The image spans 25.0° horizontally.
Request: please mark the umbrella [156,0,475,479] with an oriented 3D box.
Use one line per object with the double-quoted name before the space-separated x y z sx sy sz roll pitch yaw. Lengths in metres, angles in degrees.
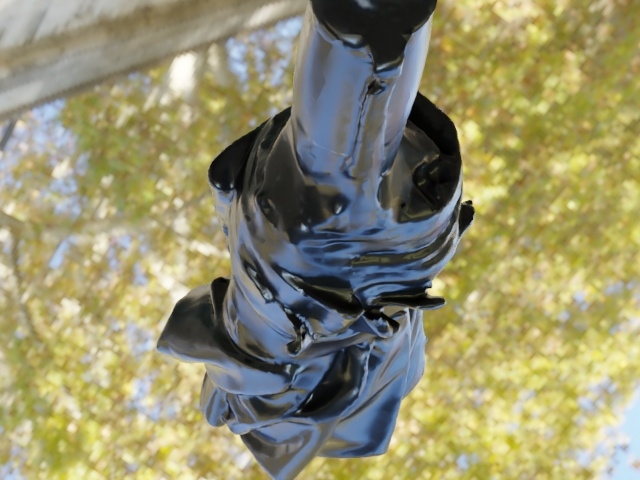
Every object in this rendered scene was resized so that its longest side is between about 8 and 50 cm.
"umbrella" 0.000 0.000 0.511 0.118 0.340 0.118 1 -110 -3
